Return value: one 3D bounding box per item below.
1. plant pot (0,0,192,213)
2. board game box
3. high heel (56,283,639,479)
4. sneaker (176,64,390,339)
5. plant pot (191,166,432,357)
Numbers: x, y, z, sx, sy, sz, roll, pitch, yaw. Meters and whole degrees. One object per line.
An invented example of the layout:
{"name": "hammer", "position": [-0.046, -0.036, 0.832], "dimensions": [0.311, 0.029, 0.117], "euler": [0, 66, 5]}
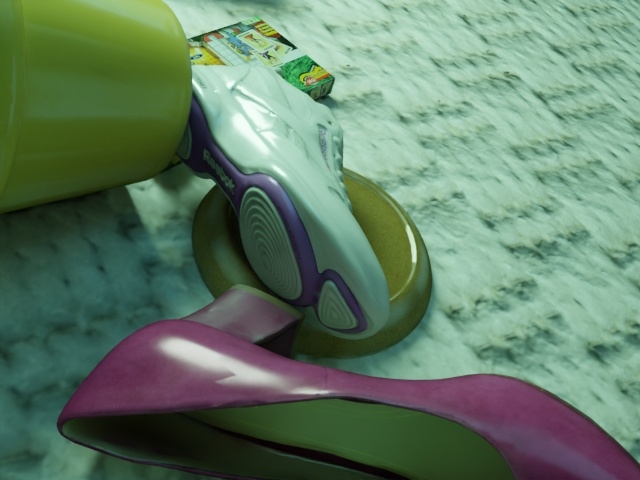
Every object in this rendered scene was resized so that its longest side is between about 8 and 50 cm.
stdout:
{"name": "plant pot", "position": [-0.242, -0.126, 0.558], "dimensions": [0.239, 0.254, 0.254], "euler": [-3, 49, -45]}
{"name": "board game box", "position": [-0.115, -0.168, 0.781], "dimensions": [0.136, 0.030, 0.259], "euler": [43, 48, 15]}
{"name": "high heel", "position": [0.024, 0.151, 0.452], "dimensions": [0.377, 0.127, 0.181], "euler": [18, 31, 27]}
{"name": "sneaker", "position": [-0.015, -0.057, 0.614], "dimensions": [0.152, 0.114, 0.305], "euler": [-17, 58, -32]}
{"name": "plant pot", "position": [0.000, 0.000, 0.674], "dimensions": [0.236, 0.032, 0.236], "euler": [11, 48, -12]}
